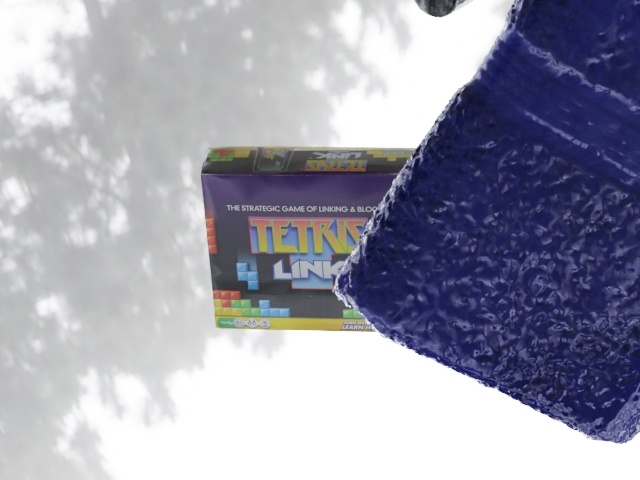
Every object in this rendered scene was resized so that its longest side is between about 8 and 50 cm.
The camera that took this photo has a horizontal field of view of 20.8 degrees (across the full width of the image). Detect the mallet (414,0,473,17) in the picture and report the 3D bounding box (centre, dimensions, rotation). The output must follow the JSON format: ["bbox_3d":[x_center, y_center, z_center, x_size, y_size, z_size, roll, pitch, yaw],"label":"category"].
[{"bbox_3d":[0.155,-0.162,1.127,0.190,0.039,0.062,10,-146,25],"label":"mallet"}]

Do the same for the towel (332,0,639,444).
[{"bbox_3d":[0.174,-0.044,1.024,0.228,0.308,0.076,28,-160,-15],"label":"towel"}]

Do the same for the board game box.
[{"bbox_3d":[0.000,0.000,1.327,0.170,0.141,0.048,0,-148,8],"label":"board game box"}]
